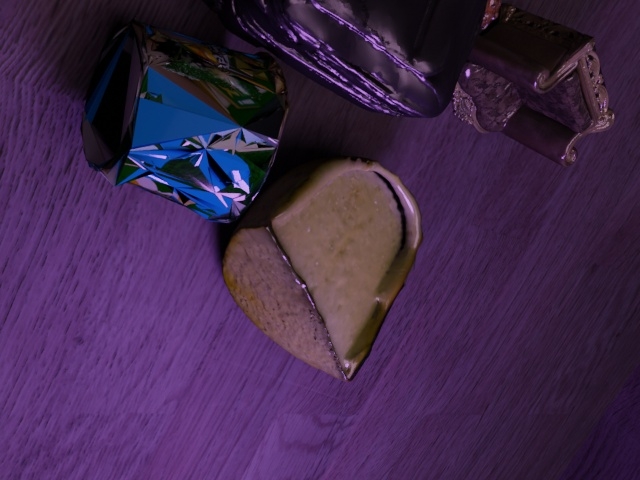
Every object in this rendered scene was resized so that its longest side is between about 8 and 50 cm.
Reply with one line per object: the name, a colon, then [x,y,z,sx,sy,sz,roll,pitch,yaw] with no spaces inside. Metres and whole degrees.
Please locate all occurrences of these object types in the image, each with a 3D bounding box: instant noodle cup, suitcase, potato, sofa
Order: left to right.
instant noodle cup: [-0.176,-0.151,0.920,0.178,0.240,0.240,14,111,-36]
potato: [0.000,0.000,1.208,0.280,0.212,0.330,-46,127,-26]
suitcase: [0.072,-0.347,0.902,0.339,0.188,0.345,24,85,-36]
sofa: [0.358,-0.247,1.291,0.182,0.200,0.258,-47,139,-4]

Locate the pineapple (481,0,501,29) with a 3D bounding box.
pineapple: [0.153,-0.332,1.136,0.237,0.111,0.119,-31,105,-10]
